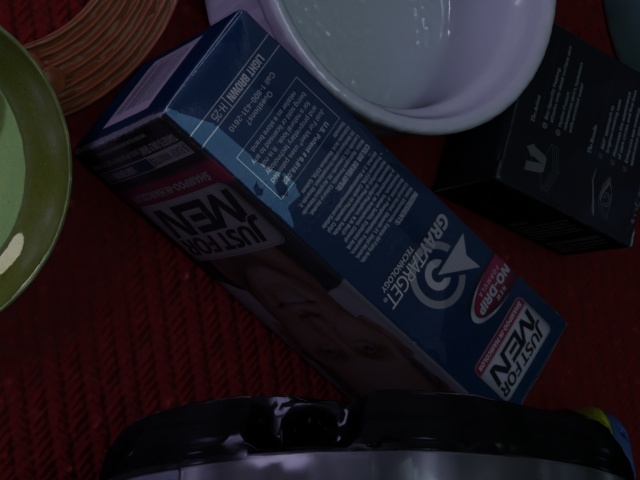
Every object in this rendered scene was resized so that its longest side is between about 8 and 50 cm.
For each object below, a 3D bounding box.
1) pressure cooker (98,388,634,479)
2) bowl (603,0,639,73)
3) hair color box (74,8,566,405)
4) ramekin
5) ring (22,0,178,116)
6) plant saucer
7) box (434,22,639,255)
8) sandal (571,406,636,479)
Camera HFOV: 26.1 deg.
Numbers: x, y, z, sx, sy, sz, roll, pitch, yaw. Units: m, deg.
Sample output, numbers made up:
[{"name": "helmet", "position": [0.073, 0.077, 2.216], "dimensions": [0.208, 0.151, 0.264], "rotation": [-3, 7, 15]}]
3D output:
[{"name": "pressure cooker", "position": [0.025, 0.329, 0.875], "dimensions": [0.375, 0.370, 0.420], "rotation": [-1, 70, 2]}, {"name": "bowl", "position": [0.442, -0.244, 1.334], "dimensions": [0.311, 0.163, 0.311], "rotation": [5, 80, -29]}, {"name": "hair color box", "position": [0.000, 0.000, 1.034], "dimensions": [0.347, 0.174, 0.105], "rotation": [42, 66, -19]}, {"name": "ramekin", "position": [0.041, -0.211, 1.109], "dimensions": [0.277, 0.135, 0.277], "rotation": [4, 82, -30]}, {"name": "ring", "position": [-0.240, -0.246, 0.983], "dimensions": [0.337, 0.032, 0.336], "rotation": [-1, 93, -32]}, {"name": "plant saucer", "position": [-0.288, -0.048, 0.930], "dimensions": [0.241, 0.037, 0.241], "rotation": [-5, 99, -30]}, {"name": "box", "position": [0.203, -0.089, 1.212], "dimensions": [0.158, 0.093, 0.156], "rotation": [25, 72, -27]}, {"name": "sandal", "position": [0.215, 0.289, 1.135], "dimensions": [0.138, 0.126, 0.317], "rotation": [32, 54, -30]}]
